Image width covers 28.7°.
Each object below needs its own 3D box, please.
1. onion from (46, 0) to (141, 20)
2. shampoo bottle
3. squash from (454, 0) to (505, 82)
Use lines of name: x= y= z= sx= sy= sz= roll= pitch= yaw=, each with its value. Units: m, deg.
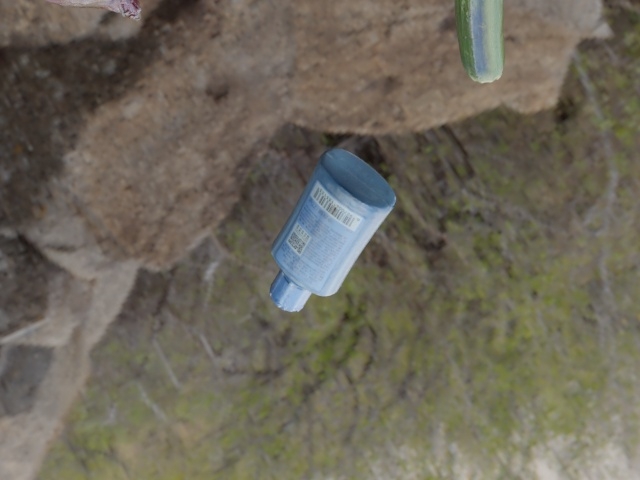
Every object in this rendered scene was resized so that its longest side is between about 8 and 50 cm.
onion: x=-0.259 y=-0.312 z=1.339 sx=0.159 sy=0.195 sz=0.159 roll=-29 pitch=-155 yaw=15
shampoo bottle: x=0.000 y=0.000 z=1.523 sx=0.061 sy=0.104 sz=0.258 roll=-44 pitch=171 yaw=-40
squash: x=0.205 y=-0.296 z=1.603 sx=0.066 sy=0.066 sz=0.229 roll=-26 pitch=139 yaw=-13
